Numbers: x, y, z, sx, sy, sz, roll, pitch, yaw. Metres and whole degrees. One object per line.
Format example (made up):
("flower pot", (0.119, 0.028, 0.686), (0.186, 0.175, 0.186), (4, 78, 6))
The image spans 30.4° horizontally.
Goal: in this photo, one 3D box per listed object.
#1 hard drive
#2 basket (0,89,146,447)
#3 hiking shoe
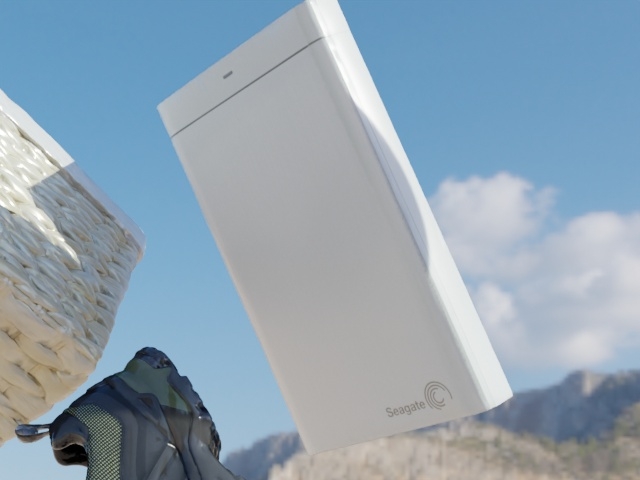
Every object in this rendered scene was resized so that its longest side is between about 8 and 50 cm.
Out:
("hard drive", (0.000, 0.000, 1.014), (0.047, 0.353, 0.233), (-24, -1, -43))
("basket", (-0.380, 0.040, 1.025), (0.328, 0.266, 0.331), (-39, -69, 15))
("hiking shoe", (-0.084, 0.173, 0.658), (0.114, 0.227, 0.086), (-30, -32, -10))
